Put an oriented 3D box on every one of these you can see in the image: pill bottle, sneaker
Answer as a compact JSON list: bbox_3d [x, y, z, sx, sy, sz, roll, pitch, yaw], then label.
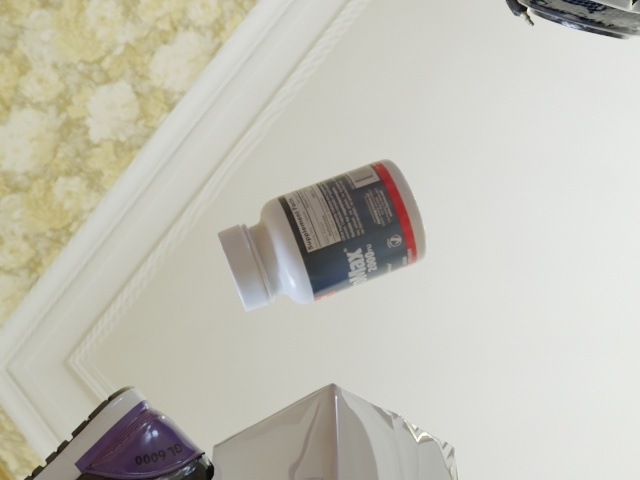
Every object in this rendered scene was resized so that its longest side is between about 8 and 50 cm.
[{"bbox_3d":[0.000,0.000,0.761,0.180,0.108,0.108,-20,-120,-6],"label":"pill bottle"},{"bbox_3d":[-0.193,0.246,0.591,0.124,0.107,0.283,38,-120,9],"label":"sneaker"}]

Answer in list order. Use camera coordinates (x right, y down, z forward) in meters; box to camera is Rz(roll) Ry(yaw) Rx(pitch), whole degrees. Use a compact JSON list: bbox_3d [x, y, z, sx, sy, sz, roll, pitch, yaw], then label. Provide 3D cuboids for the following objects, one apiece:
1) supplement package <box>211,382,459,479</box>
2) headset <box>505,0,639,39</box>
[{"bbox_3d":[0.014,0.308,0.686,0.175,0.177,0.293,-34,-142,32],"label":"supplement package"},{"bbox_3d":[0.130,-0.204,0.356,0.185,0.394,0.243,23,-92,20],"label":"headset"}]
